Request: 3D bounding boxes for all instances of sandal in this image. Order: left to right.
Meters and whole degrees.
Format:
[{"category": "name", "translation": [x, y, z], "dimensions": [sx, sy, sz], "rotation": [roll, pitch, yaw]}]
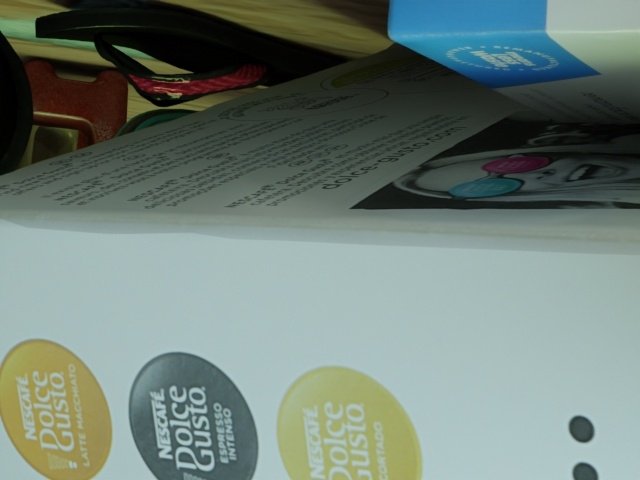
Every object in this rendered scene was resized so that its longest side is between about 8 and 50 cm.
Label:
[{"category": "sandal", "translation": [-0.057, -0.083, 0.889], "dimensions": [0.179, 0.040, 0.067], "rotation": [10, 175, -39]}]

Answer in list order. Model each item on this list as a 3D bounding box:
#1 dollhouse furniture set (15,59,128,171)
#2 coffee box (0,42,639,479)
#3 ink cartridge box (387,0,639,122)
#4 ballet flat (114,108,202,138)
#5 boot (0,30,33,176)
[{"category": "dollhouse furniture set", "translation": [-0.131, -0.011, 1.169], "dimensions": [0.201, 0.152, 0.374], "rotation": [4, 175, 25]}, {"category": "coffee box", "translation": [0.096, 0.111, 0.692], "dimensions": [0.334, 0.337, 0.338], "rotation": [3, -163, 33]}, {"category": "ink cartridge box", "translation": [0.150, -0.077, 0.477], "dimensions": [0.231, 0.078, 0.134], "rotation": [3, 175, 29]}, {"category": "ballet flat", "translation": [0.000, 0.000, 0.932], "dimensions": [0.247, 0.083, 0.087], "rotation": [17, 167, -17]}, {"category": "boot", "translation": [-0.235, -0.077, 0.661], "dimensions": [0.348, 0.131, 0.260], "rotation": [10, 174, -30]}]
